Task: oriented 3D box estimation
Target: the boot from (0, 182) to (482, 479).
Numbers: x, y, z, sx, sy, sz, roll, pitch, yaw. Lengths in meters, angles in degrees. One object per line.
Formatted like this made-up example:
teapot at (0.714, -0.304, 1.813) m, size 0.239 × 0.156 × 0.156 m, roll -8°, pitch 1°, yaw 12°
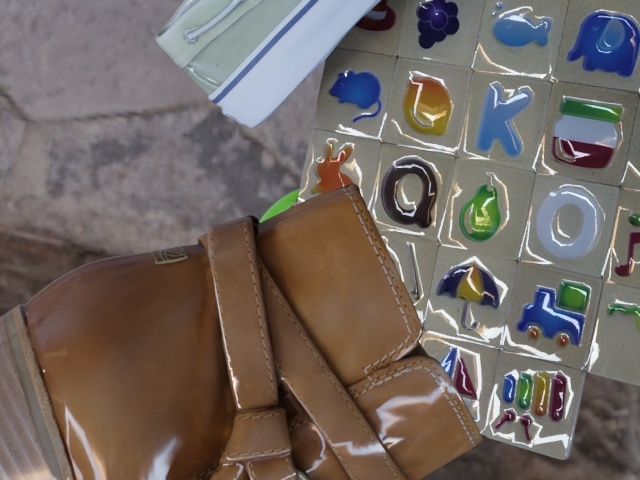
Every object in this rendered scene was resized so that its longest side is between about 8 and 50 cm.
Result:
boot at (-0.034, 0.126, 0.583) m, size 0.220 × 0.109 × 0.283 m, roll -26°, pitch 110°, yaw -8°

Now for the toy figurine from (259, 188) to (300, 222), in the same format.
toy figurine at (0.000, 0.000, 1.034) m, size 0.130 × 0.159 × 0.173 m, roll 24°, pitch 94°, yaw 9°

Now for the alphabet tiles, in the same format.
alphabet tiles at (0.113, -0.049, 0.872) m, size 0.285 × 0.343 × 0.011 m, roll 13°, pitch -175°, yaw 32°

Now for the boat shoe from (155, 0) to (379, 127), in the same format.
boat shoe at (0.007, -0.197, 0.858) m, size 0.094 × 0.109 × 0.302 m, roll 34°, pitch 117°, yaw -16°
